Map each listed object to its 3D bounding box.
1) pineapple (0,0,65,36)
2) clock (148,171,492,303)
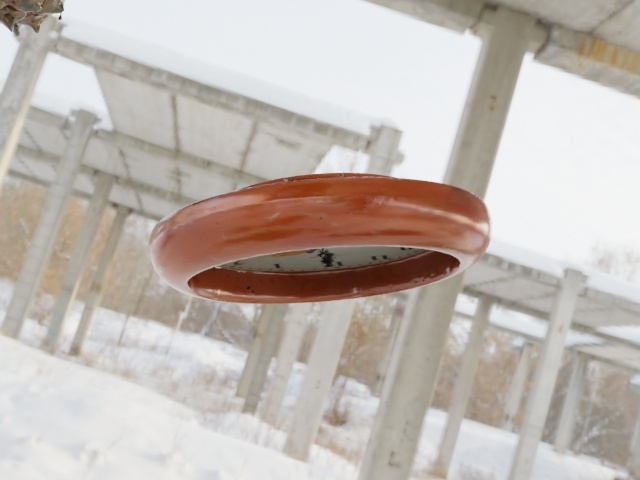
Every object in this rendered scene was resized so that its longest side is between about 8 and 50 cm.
[{"bbox_3d":[-0.250,-0.239,0.699,0.193,0.166,0.166,10,-5,-28],"label":"pineapple"},{"bbox_3d":[0.000,0.000,0.542,0.205,0.051,0.205,-3,-14,-1],"label":"clock"}]
